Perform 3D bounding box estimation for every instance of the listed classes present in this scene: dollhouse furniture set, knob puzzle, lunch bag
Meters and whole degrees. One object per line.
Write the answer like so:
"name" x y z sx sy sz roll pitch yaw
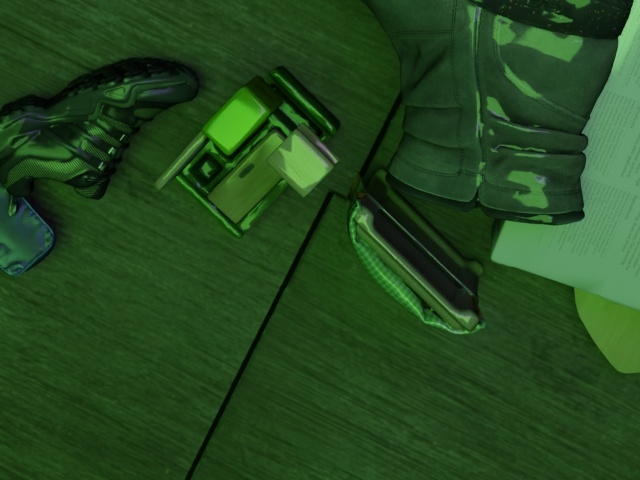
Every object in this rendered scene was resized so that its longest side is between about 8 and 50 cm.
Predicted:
"dollhouse furniture set" 0.000 0.000 1.363 0.301 0.197 0.151 44 106 -4
"knob puzzle" 0.331 0.040 1.408 0.213 0.030 0.213 1 108 4
"lunch bag" -0.319 -0.014 1.477 0.067 0.065 0.098 -40 95 -9

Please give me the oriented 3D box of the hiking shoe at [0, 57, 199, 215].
"hiking shoe" -0.219 -0.103 1.429 0.227 0.086 0.114 -18 112 4

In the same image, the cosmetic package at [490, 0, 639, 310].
"cosmetic package" 0.347 -0.114 1.281 0.284 0.097 0.377 20 112 0

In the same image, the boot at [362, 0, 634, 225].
"boot" 0.083 -0.146 1.242 0.338 0.118 0.223 23 113 25
